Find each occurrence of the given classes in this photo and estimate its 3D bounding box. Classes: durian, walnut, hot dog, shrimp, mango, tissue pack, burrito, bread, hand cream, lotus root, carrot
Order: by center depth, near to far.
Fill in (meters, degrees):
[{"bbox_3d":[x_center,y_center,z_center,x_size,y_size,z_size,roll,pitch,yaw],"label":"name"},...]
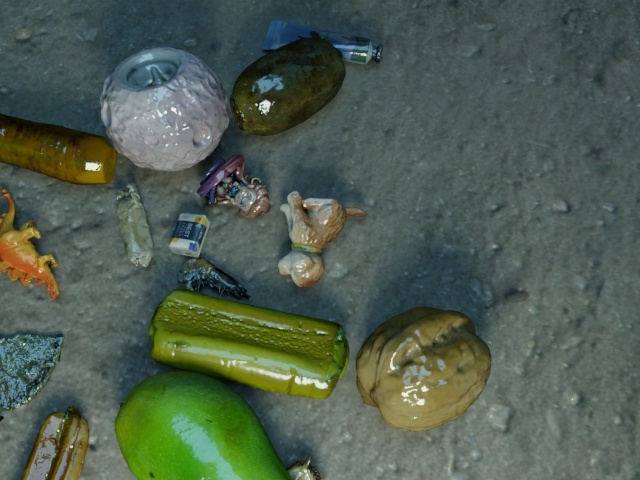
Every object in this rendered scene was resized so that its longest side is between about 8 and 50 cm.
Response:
[{"bbox_3d":[-0.190,0.381,1.346,0.382,0.201,0.225,38,62,15],"label":"mango"},{"bbox_3d":[-0.479,0.420,1.378,0.104,0.076,0.250,5,63,17],"label":"hot dog"},{"bbox_3d":[-0.041,0.452,1.402,0.110,0.071,0.140,29,92,21],"label":"durian"},{"bbox_3d":[0.195,0.231,1.437,0.257,0.257,0.224,-36,44,-17],"label":"walnut"},{"bbox_3d":[-0.136,0.205,1.465,0.384,0.112,0.166,12,47,-1],"label":"bread"},{"bbox_3d":[-0.218,0.095,1.550,0.161,0.034,0.091,26,71,13],"label":"shrimp"},{"bbox_3d":[-0.269,-0.012,1.574,0.062,0.042,0.083,8,64,19],"label":"tissue pack"},{"bbox_3d":[-0.382,-0.030,1.574,0.058,0.045,0.188,-16,73,-4],"label":"burrito"},{"bbox_3d":[-0.575,-0.189,1.585,0.302,0.114,0.114,14,68,4],"label":"carrot"},{"bbox_3d":[-0.071,-0.335,1.665,0.275,0.152,0.160,-35,85,-15],"label":"lotus root"},{"bbox_3d":[0.007,-0.453,1.774,0.272,0.058,0.091,12,65,5],"label":"hand cream"}]

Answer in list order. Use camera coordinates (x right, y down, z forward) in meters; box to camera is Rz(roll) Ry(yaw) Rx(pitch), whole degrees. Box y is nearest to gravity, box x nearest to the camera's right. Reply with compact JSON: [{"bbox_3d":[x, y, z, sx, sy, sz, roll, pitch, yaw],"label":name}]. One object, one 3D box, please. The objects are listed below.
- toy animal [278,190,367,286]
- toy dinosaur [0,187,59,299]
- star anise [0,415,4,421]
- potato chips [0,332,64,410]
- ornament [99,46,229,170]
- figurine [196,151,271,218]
[{"bbox_3d":[0.008,0.008,1.571,0.184,0.104,0.185,6,64,-11],"label":"toy animal"},{"bbox_3d":[-0.609,0.015,1.526,0.117,0.070,0.288,-34,71,-16],"label":"toy dinosaur"},{"bbox_3d":[-0.655,0.351,1.352,0.141,0.144,0.158,32,68,-2],"label":"star anise"},{"bbox_3d":[-0.614,0.214,1.466,0.220,0.029,0.202,39,73,8],"label":"potato chips"},{"bbox_3d":[-0.316,-0.261,1.569,0.260,0.225,0.259,-6,46,6],"label":"ornament"},{"bbox_3d":[-0.173,-0.112,1.603,0.157,0.114,0.126,26,104,-23],"label":"figurine"}]
